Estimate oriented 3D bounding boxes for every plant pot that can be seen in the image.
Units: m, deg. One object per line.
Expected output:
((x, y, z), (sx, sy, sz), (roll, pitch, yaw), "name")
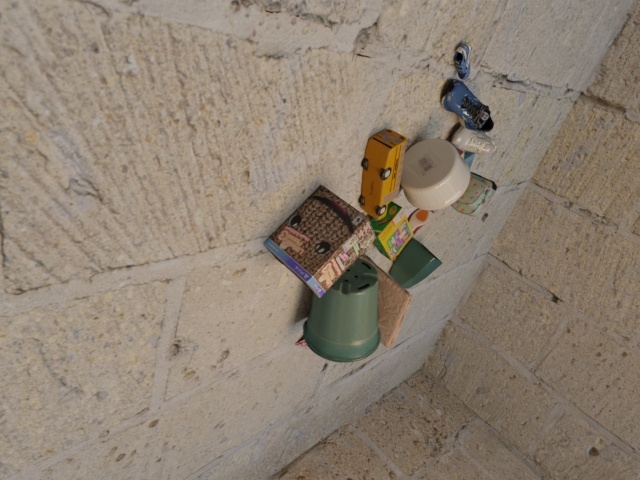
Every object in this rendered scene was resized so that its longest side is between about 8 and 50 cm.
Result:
((0.494, 0.137, 2.364), (0.234, 0.165, 0.166), (-48, 150, 11), "plant pot")
((0.102, 0.267, 1.854), (0.341, 0.341, 0.334), (-25, 132, -37), "plant pot")

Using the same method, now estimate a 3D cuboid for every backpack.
((0.684, -0.206, 2.014), (0.144, 0.166, 0.188), (-3, 122, -49), "backpack")

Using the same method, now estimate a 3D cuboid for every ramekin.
((0.441, -0.272, 1.763), (0.277, 0.277, 0.135), (-51, 139, -1), "ramekin")

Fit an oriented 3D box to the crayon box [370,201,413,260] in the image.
((0.308, -0.039, 1.949), (0.165, 0.081, 0.278), (-50, 148, -6), "crayon box")

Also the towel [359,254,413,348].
((0.253, 0.276, 2.023), (0.053, 0.332, 0.316), (-12, 131, -38), "towel")

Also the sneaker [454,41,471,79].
((0.532, -0.671, 1.673), (0.059, 0.053, 0.144), (-40, 139, -20), "sneaker")

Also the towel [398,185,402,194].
((0.313, -0.231, 1.864), (0.067, 0.029, 0.119), (-53, 150, 1), "towel")

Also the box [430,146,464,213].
((0.541, -0.284, 2.023), (0.213, 0.117, 0.243), (-45, 148, -12), "box")

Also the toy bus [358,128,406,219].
((0.232, -0.241, 1.676), (0.130, 0.108, 0.332), (-35, 145, -29), "toy bus")

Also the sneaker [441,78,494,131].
((0.617, -0.542, 1.802), (0.330, 0.147, 0.129), (20, 105, -44), "sneaker")

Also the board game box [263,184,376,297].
((0.000, 0.000, 1.501), (0.291, 0.232, 0.141), (-47, 148, -9), "board game box")

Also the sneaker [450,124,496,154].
((0.711, -0.459, 2.029), (0.305, 0.152, 0.114), (-10, 131, -46), "sneaker")

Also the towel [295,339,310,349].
((-0.005, 0.477, 2.105), (0.197, 0.029, 0.144), (-25, 151, 15), "towel")

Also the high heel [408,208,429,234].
((0.452, -0.064, 2.201), (0.244, 0.082, 0.117), (-55, -179, -20), "high heel")

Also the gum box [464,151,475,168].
((0.691, -0.350, 2.222), (0.184, 0.041, 0.156), (-33, 145, -29), "gum box")
